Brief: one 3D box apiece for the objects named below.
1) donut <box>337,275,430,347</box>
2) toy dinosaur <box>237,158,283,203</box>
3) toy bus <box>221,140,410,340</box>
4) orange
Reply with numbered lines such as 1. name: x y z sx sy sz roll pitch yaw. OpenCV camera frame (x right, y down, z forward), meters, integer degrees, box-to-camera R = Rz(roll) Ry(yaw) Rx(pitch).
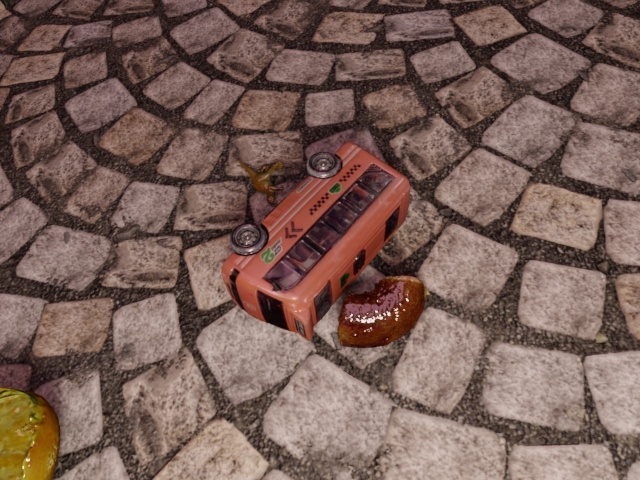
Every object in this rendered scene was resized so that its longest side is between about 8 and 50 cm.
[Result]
1. donut: 0.131 0.142 1.064 0.187 0.126 0.144 0 64 10
2. toy dinosaur: -0.165 -0.155 1.359 0.162 0.039 0.126 9 60 17
3. toy bus: 0.000 0.000 1.132 0.233 0.203 0.427 33 66 22
4. orange: -0.641 0.433 0.966 0.335 0.196 0.262 -19 41 -7
